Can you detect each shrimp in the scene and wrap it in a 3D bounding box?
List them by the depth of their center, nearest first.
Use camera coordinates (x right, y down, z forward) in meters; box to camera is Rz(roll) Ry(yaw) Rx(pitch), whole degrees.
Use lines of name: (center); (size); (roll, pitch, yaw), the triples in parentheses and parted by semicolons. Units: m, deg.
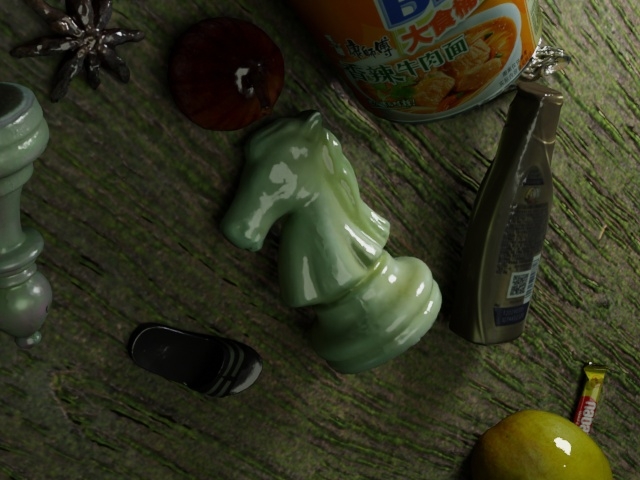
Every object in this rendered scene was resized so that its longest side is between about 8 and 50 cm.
shrimp: (0.237, -0.230, 1.194); (0.296, 0.169, 0.058); (-22, 79, -30)

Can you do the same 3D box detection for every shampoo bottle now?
shampoo bottle: (0.254, -0.033, 1.261); (0.125, 0.084, 0.350); (-10, 117, -37)

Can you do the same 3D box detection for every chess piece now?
chess piece: (-0.313, -0.007, 0.920); (0.139, 0.139, 0.271); (-22, 127, -26)
chess piece: (0.000, 0.000, 1.113); (0.176, 0.176, 0.298); (-41, 108, -17)

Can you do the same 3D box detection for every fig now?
fig: (-0.102, -0.171, 0.997); (0.128, 0.150, 0.128); (2, 111, 6)

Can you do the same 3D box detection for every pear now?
pear: (0.322, 0.344, 1.387); (0.200, 0.200, 0.200); (-10, 109, -31)

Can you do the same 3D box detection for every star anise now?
star anise: (-0.238, -0.205, 0.947); (0.141, 0.042, 0.141); (-9, 107, -32)

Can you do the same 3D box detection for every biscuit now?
biscuit: (0.412, 0.335, 1.537); (0.048, 0.026, 0.292); (9, 98, -15)

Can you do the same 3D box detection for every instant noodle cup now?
instant noodle cup: (0.100, -0.280, 1.018); (0.296, 0.296, 0.214); (-47, 133, -13)

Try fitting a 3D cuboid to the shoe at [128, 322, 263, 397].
shoe: (-0.138, 0.146, 1.108); (0.179, 0.049, 0.071); (23, 91, -36)
